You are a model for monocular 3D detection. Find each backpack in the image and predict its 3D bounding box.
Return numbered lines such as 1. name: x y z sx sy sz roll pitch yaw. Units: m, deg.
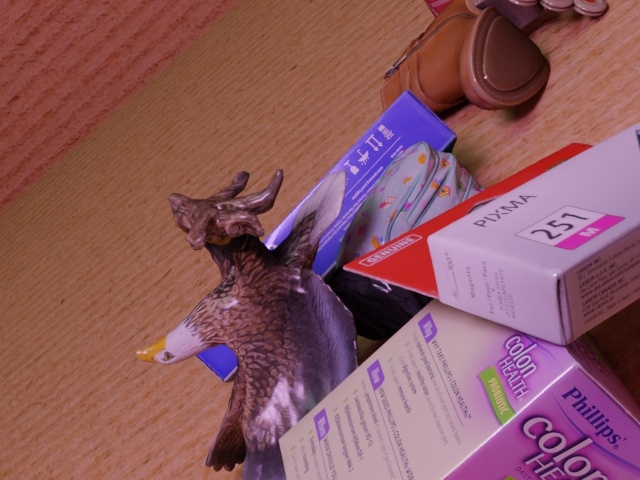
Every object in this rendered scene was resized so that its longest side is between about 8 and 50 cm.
1. backpack: 0.090 -0.002 1.325 0.152 0.115 0.182 -11 42 57

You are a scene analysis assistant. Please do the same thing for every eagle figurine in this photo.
1. eagle figurine: -0.056 0.093 1.270 0.225 0.298 0.226 -12 20 34

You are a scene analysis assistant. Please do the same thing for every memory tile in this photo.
1. memory tile: 0.269 -0.299 1.562 0.148 0.113 0.012 -76 -5 -51

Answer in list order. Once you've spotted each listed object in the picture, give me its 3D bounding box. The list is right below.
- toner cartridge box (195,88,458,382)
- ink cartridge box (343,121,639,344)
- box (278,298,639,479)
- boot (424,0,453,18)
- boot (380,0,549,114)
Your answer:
1. toner cartridge box: 0.000 0.000 1.476 0.348 0.075 0.165 -47 -6 0
2. ink cartridge box: 0.185 -0.032 1.034 0.275 0.060 0.239 -27 28 -30
3. box: 0.102 0.155 1.008 0.243 0.117 0.213 -44 20 10
4. boot: 0.211 -0.372 1.693 0.244 0.176 0.088 -36 21 22
5. boot: 0.145 -0.190 1.583 0.220 0.109 0.283 -37 27 33
